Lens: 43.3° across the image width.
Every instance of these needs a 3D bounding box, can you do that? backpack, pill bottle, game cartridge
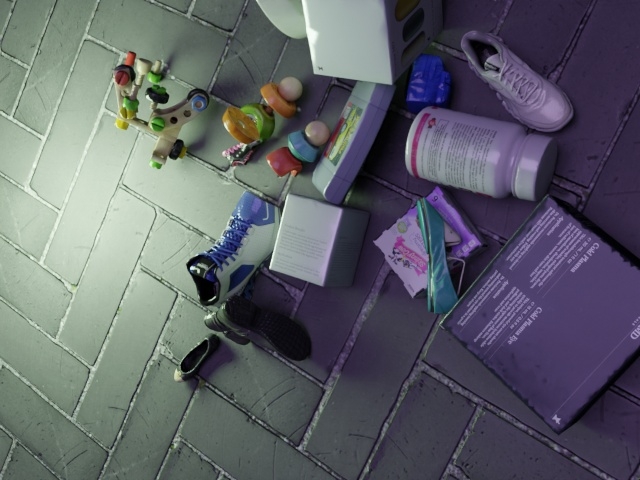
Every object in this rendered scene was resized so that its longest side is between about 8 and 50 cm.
[{"bbox_3d":[0.241,-0.349,1.787,0.101,0.098,0.120,7,81,8],"label":"backpack"},{"bbox_3d":[0.335,-0.178,1.685,0.283,0.160,0.160,18,95,28],"label":"pill bottle"},{"bbox_3d":[0.072,-0.233,1.824,0.294,0.060,0.196,-64,20,9],"label":"game cartridge"}]

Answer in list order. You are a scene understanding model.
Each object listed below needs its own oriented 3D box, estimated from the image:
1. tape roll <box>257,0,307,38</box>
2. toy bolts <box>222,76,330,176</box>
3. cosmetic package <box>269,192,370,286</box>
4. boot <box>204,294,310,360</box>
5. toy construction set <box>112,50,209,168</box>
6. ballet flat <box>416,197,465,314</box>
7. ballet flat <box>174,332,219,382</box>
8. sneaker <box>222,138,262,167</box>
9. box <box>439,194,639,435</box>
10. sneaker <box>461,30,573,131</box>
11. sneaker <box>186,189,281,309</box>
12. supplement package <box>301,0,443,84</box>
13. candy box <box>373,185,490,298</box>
[{"bbox_3d":[-0.068,-0.653,1.805,0.072,0.392,0.392,-9,82,28],"label":"tape roll"},{"bbox_3d":[-0.091,-0.277,1.906,0.158,0.218,0.228,-40,83,23],"label":"toy bolts"},{"bbox_3d":[0.000,0.000,1.859,0.151,0.151,0.183,18,96,28],"label":"cosmetic package"},{"bbox_3d":[-0.154,0.223,1.961,0.246,0.161,0.083,33,60,-10],"label":"boot"},{"bbox_3d":[-0.458,-0.331,2.111,0.309,0.257,0.237,46,122,44],"label":"toy construction set"},{"bbox_3d":[0.257,0.030,1.690,0.087,0.083,0.247,-6,85,2],"label":"ballet flat"},{"bbox_3d":[-0.327,0.300,2.073,0.173,0.049,0.057,-50,66,17],"label":"ballet flat"},{"bbox_3d":[-0.191,-0.222,2.043,0.119,0.047,0.057,-22,91,29],"label":"sneaker"},{"bbox_3d":[0.474,0.143,1.579,0.312,0.179,0.343,45,107,24],"label":"box"},{"bbox_3d":[0.401,-0.335,1.686,0.292,0.118,0.110,46,106,21],"label":"sneaker"},{"bbox_3d":[-0.218,0.037,1.957,0.127,0.182,0.315,25,98,26],"label":"sneaker"},{"bbox_3d":[0.118,-0.493,1.730,0.198,0.262,0.199,15,135,28],"label":"supplement package"},{"bbox_3d":[0.242,0.007,1.773,0.196,0.070,0.165,-41,70,20],"label":"candy box"}]
